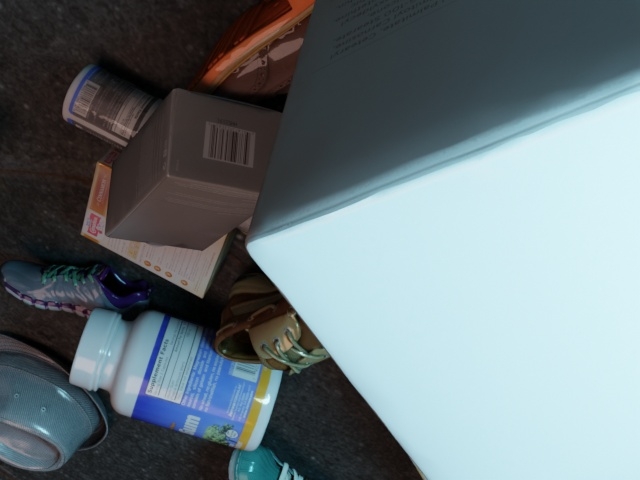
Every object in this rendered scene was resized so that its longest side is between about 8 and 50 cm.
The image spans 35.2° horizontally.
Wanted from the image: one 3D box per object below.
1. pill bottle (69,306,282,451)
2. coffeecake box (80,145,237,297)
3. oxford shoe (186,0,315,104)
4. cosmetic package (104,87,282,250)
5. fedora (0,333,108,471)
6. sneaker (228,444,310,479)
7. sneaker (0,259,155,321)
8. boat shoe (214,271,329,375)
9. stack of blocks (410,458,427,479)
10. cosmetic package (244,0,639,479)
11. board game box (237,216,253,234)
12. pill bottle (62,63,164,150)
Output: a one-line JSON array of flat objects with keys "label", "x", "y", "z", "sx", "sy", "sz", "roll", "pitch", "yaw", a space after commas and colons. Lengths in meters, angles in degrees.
[{"label": "pill bottle", "x": -0.199, "y": 0.184, "z": 1.399, "sx": 0.272, "sy": 0.152, "sz": 0.152, "roll": 17, "pitch": 135, "yaw": -6}, {"label": "coffeecake box", "x": -0.205, "y": -0.029, "z": 1.308, "sx": 0.186, "sy": 0.068, "sz": 0.142, "roll": 28, "pitch": 135, "yaw": 1}, {"label": "oxford shoe", "x": -0.027, "y": -0.188, "z": 1.048, "sx": 0.133, "sy": 0.130, "sz": 0.364, "roll": 39, "pitch": 135, "yaw": -19}, {"label": "cosmetic package", "x": -0.143, "y": -0.067, "z": 1.099, "sx": 0.127, "sy": 0.107, "sz": 0.238, "roll": 10, "pitch": 164, "yaw": -26}, {"label": "fedora", "x": -0.499, "y": 0.290, "z": 1.689, "sx": 0.275, "sy": 0.124, "sz": 0.243, "roll": 33, "pitch": 134, "yaw": -4}, {"label": "sneaker", "x": -0.024, "y": 0.416, "z": 1.591, "sx": 0.121, "sy": 0.108, "sz": 0.302, "roll": -13, "pitch": 130, "yaw": 33}, {"label": "sneaker", "x": -0.348, "y": 0.056, "z": 1.457, "sx": 0.224, "sy": 0.083, "sz": 0.098, "roll": 20, "pitch": 125, "yaw": -6}, {"label": "boat shoe", "x": -0.026, "y": 0.111, "z": 1.244, "sx": 0.122, "sy": 0.120, "sz": 0.324, "roll": 40, "pitch": 155, "yaw": -22}, {"label": "stack of blocks", "x": 0.189, "y": 0.235, "z": 1.278, "sx": 0.087, "sy": 0.171, "sz": 0.297, "roll": -13, "pitch": 121, "yaw": 34}, {"label": "cosmetic package", "x": 0.190, "y": -0.061, "z": 0.790, "sx": 0.327, "sy": 0.393, "sz": 0.329, "roll": -21, "pitch": 123, "yaw": 24}, {"label": "board game box", "x": 0.000, "y": 0.000, "z": 1.198, "sx": 0.243, "sy": 0.042, "sz": 0.165, "roll": 37, "pitch": 157, "yaw": -17}, {"label": "pill bottle", "x": -0.231, "y": -0.148, "z": 1.211, "sx": 0.137, "sy": 0.078, "sz": 0.078, "roll": 28, "pitch": 135, "yaw": 1}]
